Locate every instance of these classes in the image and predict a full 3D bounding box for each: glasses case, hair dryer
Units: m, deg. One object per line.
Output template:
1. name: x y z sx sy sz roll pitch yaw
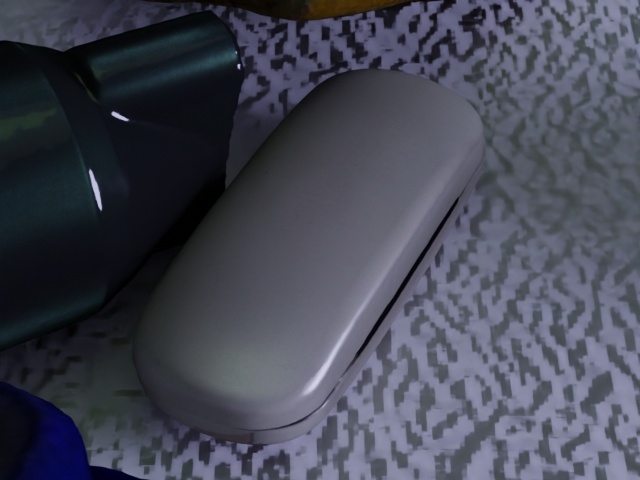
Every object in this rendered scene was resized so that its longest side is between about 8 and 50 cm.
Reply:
1. glasses case: 0.000 0.000 0.724 0.081 0.051 0.204 20 46 19
2. hair dryer: -0.190 -0.056 0.749 0.244 0.116 0.302 -19 40 -25

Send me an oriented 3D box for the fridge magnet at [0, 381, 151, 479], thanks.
1. fridge magnet: -0.155 0.115 0.512 0.265 0.112 0.265 -10 15 3

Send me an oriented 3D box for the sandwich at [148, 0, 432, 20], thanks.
1. sandwich: 0.001 -0.130 0.798 0.245 0.063 0.212 2 18 -4
